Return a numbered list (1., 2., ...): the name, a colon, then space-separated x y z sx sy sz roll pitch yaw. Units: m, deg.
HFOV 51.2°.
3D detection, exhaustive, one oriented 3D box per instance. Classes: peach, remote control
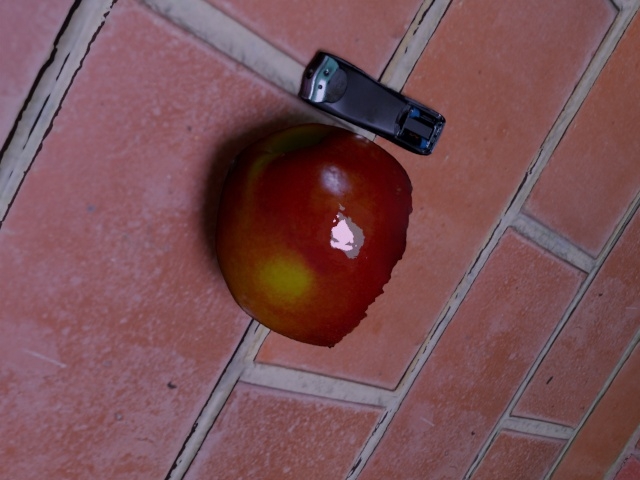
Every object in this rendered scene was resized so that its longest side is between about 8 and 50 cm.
1. peach: 0.000 0.000 0.673 0.196 0.190 0.226 -33 125 -31
2. remote control: 0.066 -0.148 0.749 0.212 0.028 0.059 15 106 -42
